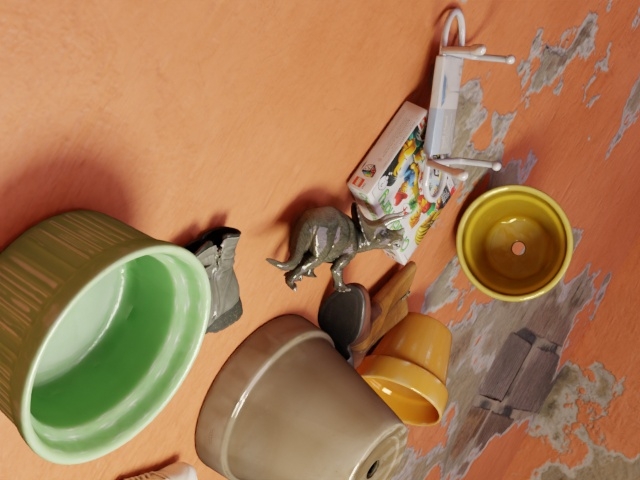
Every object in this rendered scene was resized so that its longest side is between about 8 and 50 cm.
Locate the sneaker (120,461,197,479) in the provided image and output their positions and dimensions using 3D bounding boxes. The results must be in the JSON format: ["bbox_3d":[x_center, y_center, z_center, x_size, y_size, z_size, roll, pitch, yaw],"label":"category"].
[{"bbox_3d":[-0.286,0.418,1.665,0.235,0.090,0.095,-36,124,-48],"label":"sneaker"}]

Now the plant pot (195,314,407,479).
[{"bbox_3d":[-0.012,0.334,1.826,0.323,0.280,0.323,-38,144,-35],"label":"plant pot"}]

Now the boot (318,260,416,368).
[{"bbox_3d":[0.116,0.126,2.041,0.280,0.096,0.264,-37,144,-38],"label":"boot"}]

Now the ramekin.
[{"bbox_3d":[-0.293,0.110,1.289,0.303,0.148,0.303,-39,145,-35],"label":"ramekin"}]

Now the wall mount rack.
[{"bbox_3d":[0.250,-0.228,1.797,0.304,0.130,0.350,-15,113,-65],"label":"wall mount rack"}]

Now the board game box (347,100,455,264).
[{"bbox_3d":[0.158,-0.100,1.942,0.193,0.053,0.305,-55,151,-12],"label":"board game box"}]

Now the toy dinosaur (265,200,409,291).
[{"bbox_3d":[0.000,0.000,1.739,0.313,0.121,0.160,5,105,-47],"label":"toy dinosaur"}]

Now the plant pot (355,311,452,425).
[{"bbox_3d":[0.192,0.264,2.211,0.205,0.205,0.188,73,36,-54],"label":"plant pot"}]

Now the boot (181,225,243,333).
[{"bbox_3d":[-0.204,0.084,1.508,0.246,0.083,0.161,-40,140,-43],"label":"boot"}]

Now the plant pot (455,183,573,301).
[{"bbox_3d":[0.442,0.011,2.336,0.254,0.254,0.239,-62,167,4],"label":"plant pot"}]
